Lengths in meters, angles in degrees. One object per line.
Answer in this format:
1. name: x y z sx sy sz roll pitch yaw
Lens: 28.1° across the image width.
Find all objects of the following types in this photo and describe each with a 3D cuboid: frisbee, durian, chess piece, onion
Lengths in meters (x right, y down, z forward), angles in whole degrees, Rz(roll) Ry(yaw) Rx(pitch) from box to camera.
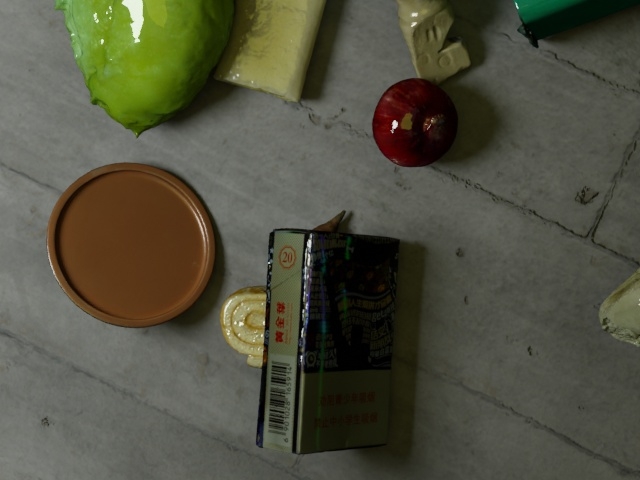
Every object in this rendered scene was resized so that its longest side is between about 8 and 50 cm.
1. frisbee: -0.276 0.006 1.873 0.251 0.021 0.250 6 73 -19
2. durian: -0.244 -0.328 1.849 0.256 0.204 0.339 -11 96 24
3. chess piece: 0.153 -0.318 1.847 0.090 0.090 0.200 -21 123 3
4. onion: 0.138 -0.171 1.851 0.131 0.131 0.131 0 89 4

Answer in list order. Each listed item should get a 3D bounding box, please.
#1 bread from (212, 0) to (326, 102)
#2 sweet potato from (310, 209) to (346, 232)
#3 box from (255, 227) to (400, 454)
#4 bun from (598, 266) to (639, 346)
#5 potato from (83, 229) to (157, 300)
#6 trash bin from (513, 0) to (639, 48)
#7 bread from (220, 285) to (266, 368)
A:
1. bread: -0.071 -0.305 1.894 0.139 0.060 0.178 17 90 3
2. sweet potato: 0.000 0.000 1.898 0.049 0.049 0.117 40 85 3
3. box: 0.014 0.142 1.814 0.084 0.198 0.310 4 90 43
4. bun: 0.494 0.089 1.796 0.193 0.178 0.128 -38 89 0
5. potato: -0.296 0.050 1.899 0.096 0.066 0.103 -24 83 -21
6. trash bin: 0.428 -0.442 1.776 0.381 0.295 0.259 -21 84 16
7. bread: -0.073 0.128 1.883 0.149 0.073 0.122 0 90 3
